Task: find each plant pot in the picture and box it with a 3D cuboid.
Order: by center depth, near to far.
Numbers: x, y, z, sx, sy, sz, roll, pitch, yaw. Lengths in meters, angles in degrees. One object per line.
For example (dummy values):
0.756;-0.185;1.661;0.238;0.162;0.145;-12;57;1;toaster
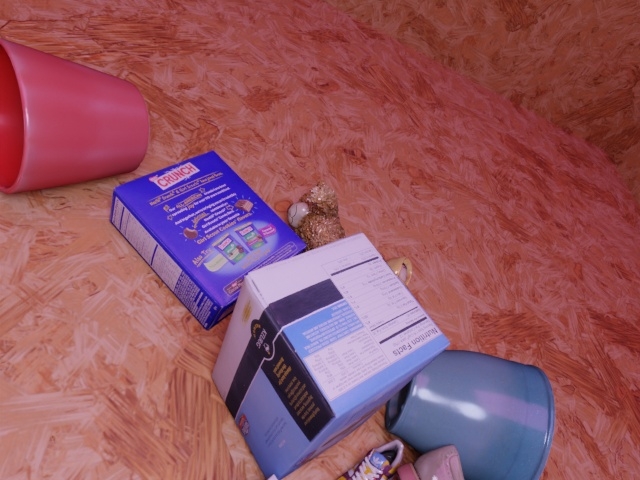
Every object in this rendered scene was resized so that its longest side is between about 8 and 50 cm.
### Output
-0.495;-0.232;0.921;0.243;0.275;0.275;-10;60;-48;plant pot
0.278;0.342;0.950;0.255;0.271;0.271;20;45;1;plant pot

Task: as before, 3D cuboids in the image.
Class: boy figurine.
0.205;0.160;1.140;0.177;0.092;0.285;49;24;-37;boy figurine

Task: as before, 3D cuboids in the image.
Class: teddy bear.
0.000;0.000;1.067;0.113;0.245;0.338;-13;59;-8;teddy bear

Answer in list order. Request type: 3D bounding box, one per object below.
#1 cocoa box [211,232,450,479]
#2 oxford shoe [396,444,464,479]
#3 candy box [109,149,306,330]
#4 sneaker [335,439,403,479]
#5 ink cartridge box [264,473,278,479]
-0.008;0.200;0.770;0.231;0.347;0.228;-20;61;-34;cocoa box
0.271;0.522;0.815;0.130;0.123;0.348;-31;96;-2;oxford shoe
-0.234;-0.015;0.996;0.317;0.122;0.268;47;45;7;candy box
0.081;0.425;0.851;0.069;0.084;0.185;34;33;30;sneaker
-0.100;0.442;0.723;0.143;0.092;0.090;-26;71;-45;ink cartridge box
